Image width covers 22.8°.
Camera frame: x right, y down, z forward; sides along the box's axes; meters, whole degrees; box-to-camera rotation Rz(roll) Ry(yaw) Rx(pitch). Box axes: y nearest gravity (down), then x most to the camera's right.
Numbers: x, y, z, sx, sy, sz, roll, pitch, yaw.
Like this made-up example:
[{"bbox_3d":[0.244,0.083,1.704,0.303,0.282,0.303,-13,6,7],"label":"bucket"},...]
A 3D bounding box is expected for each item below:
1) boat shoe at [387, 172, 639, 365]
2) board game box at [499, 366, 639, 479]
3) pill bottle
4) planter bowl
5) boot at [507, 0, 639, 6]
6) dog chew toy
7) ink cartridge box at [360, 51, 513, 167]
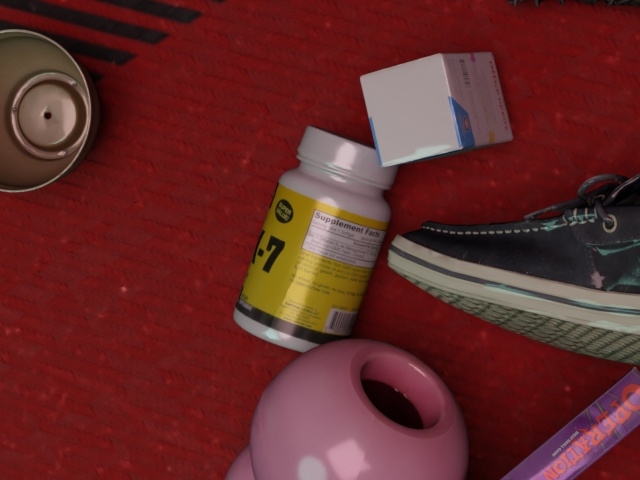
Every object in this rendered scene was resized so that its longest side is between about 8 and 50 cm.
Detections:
[{"bbox_3d":[0.281,0.021,1.420,0.500,0.187,0.156,5,75,42],"label":"boat shoe"},{"bbox_3d":[0.162,0.249,1.460,0.347,0.208,0.056,-40,75,0],"label":"board game box"},{"bbox_3d":[0.000,0.000,1.560,0.119,0.119,0.208,20,95,10],"label":"pill bottle"},{"bbox_3d":[-0.294,-0.130,1.621,0.162,0.109,0.162,0,91,11],"label":"planter bowl"},{"bbox_3d":[0.291,-0.236,1.515,0.229,0.091,0.263,2,82,12],"label":"boot"},{"bbox_3d":[0.000,0.249,1.518,0.206,0.206,0.332,38,125,8],"label":"dog chew toy"},{"bbox_3d":[0.117,-0.127,1.528,0.090,0.143,0.092,-13,89,29],"label":"ink cartridge box"}]
